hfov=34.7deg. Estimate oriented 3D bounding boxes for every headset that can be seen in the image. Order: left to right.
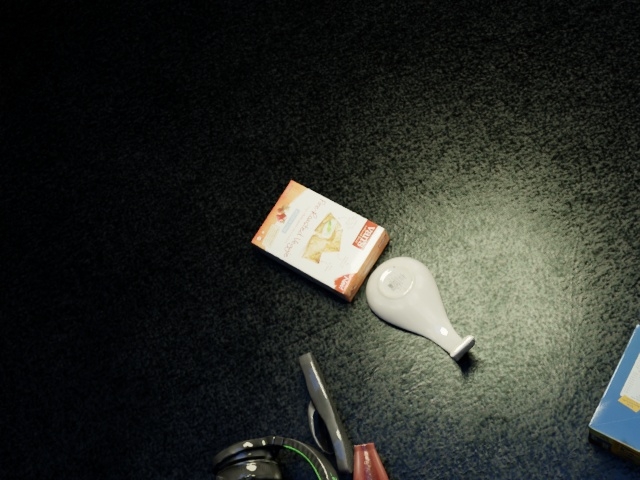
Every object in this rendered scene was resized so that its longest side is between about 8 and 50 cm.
[{"bbox_3d":[-0.157,0.475,1.855,0.394,0.185,0.243,-6,67,29],"label":"headset"}]

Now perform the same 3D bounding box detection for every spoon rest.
[{"bbox_3d":[0.194,0.135,1.963,0.137,0.084,0.276,-40,52,-4],"label":"spoon rest"}]

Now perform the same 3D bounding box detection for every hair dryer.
[{"bbox_3d":[0.165,0.477,1.839,0.293,0.080,0.223,40,81,9],"label":"hair dryer"}]

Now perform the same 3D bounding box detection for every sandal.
[{"bbox_3d":[0.003,0.332,1.924,0.054,0.097,0.254,-25,55,3],"label":"sandal"}]

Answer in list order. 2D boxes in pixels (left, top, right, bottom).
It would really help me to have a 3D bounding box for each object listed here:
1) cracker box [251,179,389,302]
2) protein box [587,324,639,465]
[{"bbox_3d":[0.000,0.000,2.060,0.232,0.067,0.155,28,79,22],"label":"cracker box"},{"bbox_3d":[0.592,0.288,1.757,0.200,0.136,0.201,25,78,21],"label":"protein box"}]
